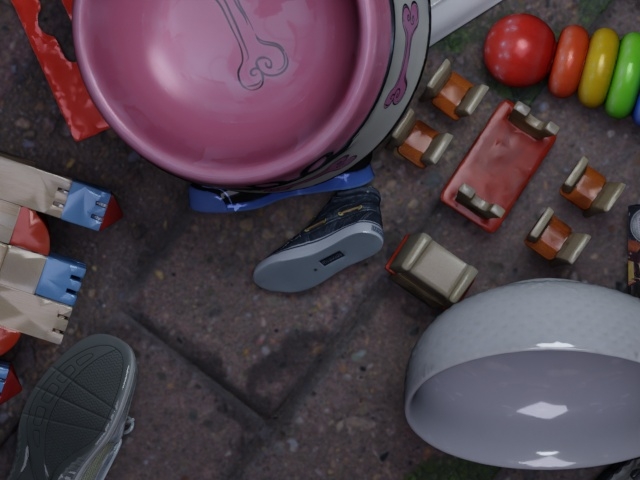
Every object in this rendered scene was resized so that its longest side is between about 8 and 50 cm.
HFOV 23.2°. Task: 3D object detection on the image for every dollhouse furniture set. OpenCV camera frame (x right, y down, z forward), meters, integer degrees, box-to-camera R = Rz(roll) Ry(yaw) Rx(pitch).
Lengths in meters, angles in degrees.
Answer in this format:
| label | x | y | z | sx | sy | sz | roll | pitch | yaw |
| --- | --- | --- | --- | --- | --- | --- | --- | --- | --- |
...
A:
| label | x | y | z | sx | sy | sz | roll | pitch | yaw |
| --- | --- | --- | --- | --- | --- | --- | --- | --- | --- |
| dollhouse furniture set | 0.187 | -0.046 | 1.884 | 0.262 | 0.135 | 0.259 | 35 | 83 | -1 |

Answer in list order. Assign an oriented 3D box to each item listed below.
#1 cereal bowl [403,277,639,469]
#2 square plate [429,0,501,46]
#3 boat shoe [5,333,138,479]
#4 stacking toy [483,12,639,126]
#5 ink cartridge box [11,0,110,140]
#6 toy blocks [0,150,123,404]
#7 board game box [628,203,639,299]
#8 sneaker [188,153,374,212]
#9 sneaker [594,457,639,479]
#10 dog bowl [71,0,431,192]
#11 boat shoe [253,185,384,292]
| label | x | y | z | sx | sy | sz | roll | pitch | yaw |
| --- | --- | --- | --- | --- | --- | --- | --- | --- | --- |
| cereal bowl | 0.264 | 0.140 | 1.803 | 0.339 | 0.339 | 0.141 | 2 | 61 | 1 |
| square plate | 0.011 | -0.360 | 1.886 | 0.344 | 0.049 | 0.347 | -33 | 93 | 4 |
| boat shoe | -0.311 | 0.267 | 1.924 | 0.118 | 0.103 | 0.320 | 21 | 89 | 19 |
| stacking toy | 0.358 | -0.203 | 1.855 | 0.330 | 0.141 | 0.141 | 16 | 94 | 6 |
| ink cartridge box | -0.198 | -0.321 | 1.838 | 0.385 | 0.091 | 0.308 | -22 | 96 | 14 |
| toy blocks | -0.403 | 0.040 | 1.879 | 0.261 | 0.191 | 0.381 | 19 | 94 | -11 |
| board game box | 0.455 | 0.078 | 1.874 | 0.165 | 0.042 | 0.243 | 1 | 94 | 28 |
| sneaker | -0.052 | -0.097 | 1.884 | 0.232 | 0.081 | 0.090 | -12 | 110 | -6 |
| sneaker | 0.339 | 0.377 | 1.906 | 0.275 | 0.107 | 0.110 | -39 | 102 | 4 |
| dog bowl | -0.090 | -0.239 | 1.713 | 0.408 | 0.150 | 0.408 | 3 | 103 | 13 |
| boat shoe | 0.000 | 0.000 | 1.909 | 0.183 | 0.083 | 0.065 | -22 | 132 | 26 |
